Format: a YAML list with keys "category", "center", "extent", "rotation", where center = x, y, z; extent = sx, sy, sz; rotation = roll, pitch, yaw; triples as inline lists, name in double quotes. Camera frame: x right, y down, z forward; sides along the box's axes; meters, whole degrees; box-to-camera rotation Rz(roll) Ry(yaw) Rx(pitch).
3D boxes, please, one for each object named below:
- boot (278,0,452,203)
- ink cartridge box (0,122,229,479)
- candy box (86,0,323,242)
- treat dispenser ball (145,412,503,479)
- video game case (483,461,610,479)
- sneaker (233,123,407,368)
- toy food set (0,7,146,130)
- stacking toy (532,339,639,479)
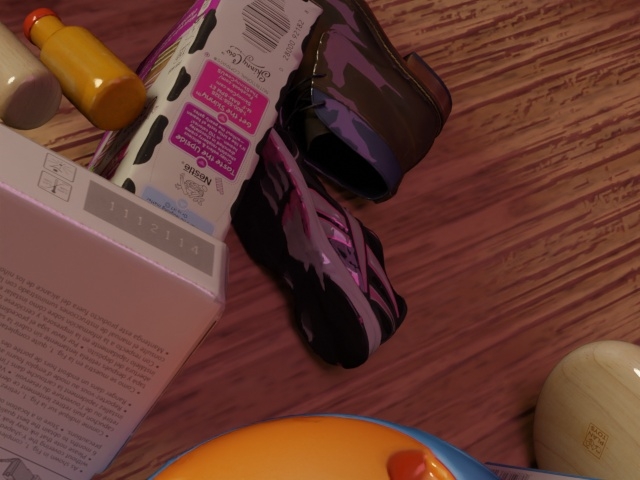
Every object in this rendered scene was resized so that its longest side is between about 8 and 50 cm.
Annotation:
- category: "boot"
  center: [-0.003, -0.124, 1.058]
  extent: [0.219, 0.082, 0.106]
  rotation: [36, 52, -14]
- category: "ink cartridge box"
  center: [-0.239, 0.045, 0.767]
  extent: [0.296, 0.261, 0.066]
  rotation: [29, 25, -17]
- category: "candy box"
  center: [-0.097, -0.048, 0.916]
  extent: [0.071, 0.159, 0.233]
  rotation: [31, 55, -17]
- category: "treat dispenser ball"
  center: [0.002, 0.234, 0.763]
  extent: [0.288, 0.288, 0.288]
  rotation: [13, 62, -26]
- category: "video game case"
  center: [0.128, 0.219, 0.960]
  extent: [0.166, 0.119, 0.015]
  rotation: [-54, 133, -36]
- category: "sneaker"
  center: [0.000, 0.000, 1.021]
  extent: [0.077, 0.072, 0.178]
  rotation: [-25, 90, -48]
- category: "toy food set"
  center: [-0.228, -0.054, 0.852]
  extent: [0.232, 0.111, 0.104]
  rotation: [-44, 52, -3]
- category: "stacking toy"
  center: [0.320, 0.138, 1.112]
  extent: [0.330, 0.141, 0.141]
  rotation: [-1, 68, -39]
